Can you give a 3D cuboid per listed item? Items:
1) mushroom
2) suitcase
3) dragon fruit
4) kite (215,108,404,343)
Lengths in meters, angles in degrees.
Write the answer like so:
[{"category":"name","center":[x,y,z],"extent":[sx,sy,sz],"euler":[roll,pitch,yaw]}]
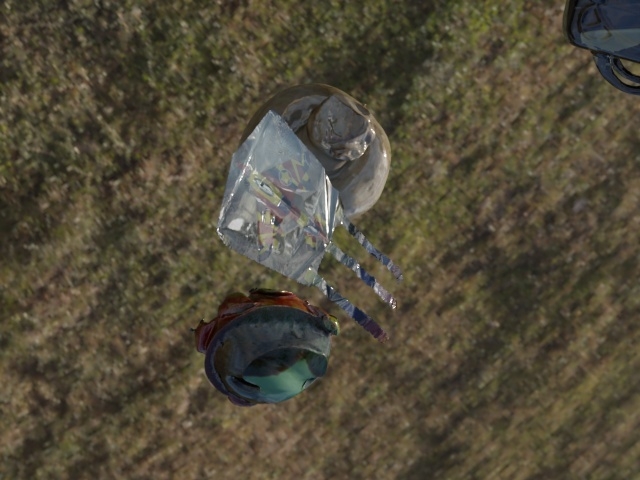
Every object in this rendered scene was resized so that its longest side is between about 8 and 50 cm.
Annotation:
[{"category":"mushroom","center":[-0.011,-0.171,1.865],"extent":[0.297,0.297,0.290],"euler":[-32,170,-13]},{"category":"suitcase","center":[0.649,-0.450,1.900],"extent":[0.194,0.352,0.339],"euler":[-49,152,-48]},{"category":"dragon fruit","center":[-0.096,0.207,1.864],"extent":[0.268,0.130,0.295],"euler":[-45,133,8]},{"category":"kite","center":[0.001,0.000,0.894],"extent":[0.245,0.015,0.141],"euler":[44,57,-34]}]
